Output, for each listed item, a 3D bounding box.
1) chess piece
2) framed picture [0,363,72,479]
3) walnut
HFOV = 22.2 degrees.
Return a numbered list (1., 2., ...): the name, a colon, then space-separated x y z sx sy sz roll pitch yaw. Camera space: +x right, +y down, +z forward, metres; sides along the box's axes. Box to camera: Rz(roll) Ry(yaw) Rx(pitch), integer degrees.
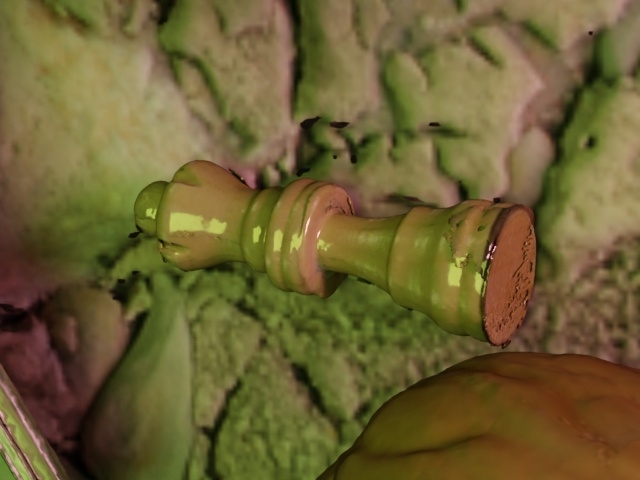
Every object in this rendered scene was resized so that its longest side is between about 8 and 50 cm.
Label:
1. chess piece: 0.000 0.000 0.673 0.172 0.060 0.060 10 100 26
2. framed picture: -0.243 0.046 0.700 0.217 0.017 0.274 -31 93 27
3. walnut: 0.086 0.147 0.567 0.228 0.228 0.228 3 97 24
